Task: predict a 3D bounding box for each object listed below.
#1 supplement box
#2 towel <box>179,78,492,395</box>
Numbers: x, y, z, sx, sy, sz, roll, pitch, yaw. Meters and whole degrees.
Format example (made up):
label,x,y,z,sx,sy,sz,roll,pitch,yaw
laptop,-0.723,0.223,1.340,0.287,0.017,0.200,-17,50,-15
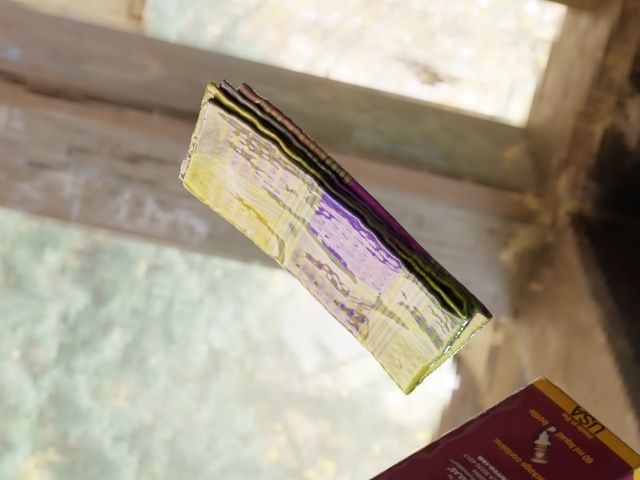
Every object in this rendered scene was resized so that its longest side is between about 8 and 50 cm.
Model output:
label,x,y,z,sx,sy,sz,roll,pitch,yaw
supplement box,0.064,0.163,0.939,0.081,0.188,0.104,40,-34,38
towel,0.000,0.000,0.453,0.009,0.083,0.060,-45,176,-25
